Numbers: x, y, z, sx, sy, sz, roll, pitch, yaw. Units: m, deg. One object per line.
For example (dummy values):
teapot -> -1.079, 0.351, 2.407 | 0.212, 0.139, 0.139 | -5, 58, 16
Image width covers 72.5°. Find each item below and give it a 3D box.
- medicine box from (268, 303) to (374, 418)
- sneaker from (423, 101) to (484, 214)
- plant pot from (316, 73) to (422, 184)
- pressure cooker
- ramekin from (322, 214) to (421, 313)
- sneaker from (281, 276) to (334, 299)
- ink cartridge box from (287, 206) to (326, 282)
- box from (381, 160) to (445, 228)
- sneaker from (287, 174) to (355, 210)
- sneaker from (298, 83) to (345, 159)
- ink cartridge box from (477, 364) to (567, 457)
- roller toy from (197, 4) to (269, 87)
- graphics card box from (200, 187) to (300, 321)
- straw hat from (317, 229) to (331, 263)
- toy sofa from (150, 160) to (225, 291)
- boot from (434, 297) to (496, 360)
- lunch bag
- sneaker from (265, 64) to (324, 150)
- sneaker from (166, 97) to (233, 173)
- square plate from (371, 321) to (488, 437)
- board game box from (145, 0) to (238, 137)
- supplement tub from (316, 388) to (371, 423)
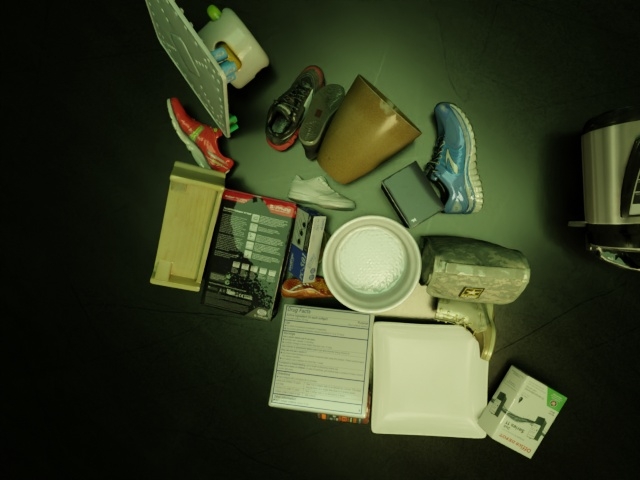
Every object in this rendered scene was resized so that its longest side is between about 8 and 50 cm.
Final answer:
medicine box -> 0.011, 0.347, 1.265 | 0.264, 0.149, 0.289 | 5, 69, 6
sneaker -> 0.363, -0.230, 1.249 | 0.147, 0.130, 0.329 | -11, 92, 5
plant pot -> 0.112, -0.292, 1.243 | 0.237, 0.237, 0.254 | 45, 113, 2
pressure cooker -> 0.867, -0.122, 1.081 | 0.376, 0.370, 0.420 | -5, 94, -10
ramekin -> 0.149, 0.065, 1.283 | 0.277, 0.135, 0.277 | 0, 92, 6
sneaker -> -0.036, 0.152, 1.354 | 0.175, 0.067, 0.064 | 6, 54, -9
ink cartridge box -> -0.043, 0.012, 1.302 | 0.046, 0.097, 0.207 | -2, 112, -34
box -> 0.253, -0.123, 1.227 | 0.108, 0.207, 0.153 | -31, 90, 7
sneaker -> 0.009, -0.149, 1.324 | 0.212, 0.080, 0.094 | 14, 83, 7
sneaker -> 0.001, -0.356, 1.303 | 0.083, 0.118, 0.222 | 28, 76, 8
ink cartridge box -> 0.582, 0.496, 1.267 | 0.153, 0.087, 0.208 | 30, 91, -10
roller toy -> -0.256, -0.547, 1.264 | 0.146, 0.191, 0.209 | -39, 72, 8
graphics card box -> -0.215, 0.043, 1.348 | 0.233, 0.094, 0.370 | 12, 94, 5
straw hat -> 0.000, 0.000, 1.334 | 0.061, 0.144, 0.144 | -3, 94, -35
toy sofa -> -0.395, -0.046, 1.310 | 0.150, 0.177, 0.362 | 12, 112, -16
boot -> 0.411, 0.238, 1.252 | 0.165, 0.213, 0.077 | 9, 137, 7
lunch bag -> 0.398, 0.078, 1.184 | 0.236, 0.287, 0.168 | 6, 94, 5
sneaker -> -0.077, -0.397, 1.285 | 0.098, 0.135, 0.276 | 33, 95, 5
sneaker -> -0.367, -0.325, 1.350 | 0.118, 0.107, 0.279 | -34, 97, -4
square plate -> 0.329, 0.419, 1.329 | 0.344, 0.049, 0.347 | 1, 94, 4
board game box -> -0.350, -0.516, 1.191 | 0.050, 0.390, 0.390 | -35, 89, -13
supplement tub -> 0.054, 0.498, 1.340 | 0.198, 0.106, 0.106 | 4, 94, 7
